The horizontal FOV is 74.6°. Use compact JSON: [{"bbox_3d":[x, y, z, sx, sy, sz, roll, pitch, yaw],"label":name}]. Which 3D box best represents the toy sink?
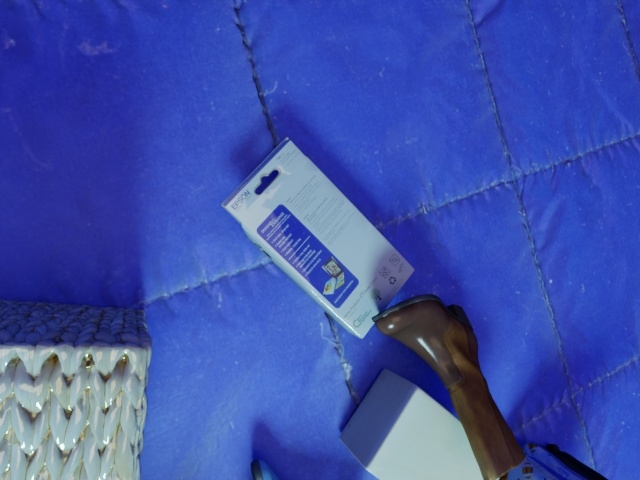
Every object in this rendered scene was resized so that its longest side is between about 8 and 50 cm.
[{"bbox_3d":[0.177,0.367,0.743,0.234,0.131,0.153,40,77,-13],"label":"toy sink"}]

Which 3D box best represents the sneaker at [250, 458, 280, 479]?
[{"bbox_3d":[-0.050,0.438,0.690,0.082,0.069,0.210,-23,100,-14],"label":"sneaker"}]

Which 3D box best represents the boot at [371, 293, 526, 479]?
[{"bbox_3d":[0.209,0.240,0.690,0.264,0.096,0.281,24,43,-47],"label":"boot"}]

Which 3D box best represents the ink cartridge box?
[{"bbox_3d":[0.000,0.000,0.729,0.333,0.065,0.165,46,75,-14],"label":"ink cartridge box"}]

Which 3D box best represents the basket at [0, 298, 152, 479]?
[{"bbox_3d":[-0.343,0.232,0.464,0.266,0.328,0.332,4,86,-24],"label":"basket"}]

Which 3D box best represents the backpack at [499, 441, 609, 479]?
[{"bbox_3d":[0.434,0.545,0.770,0.212,0.276,0.264,20,88,-13],"label":"backpack"}]
